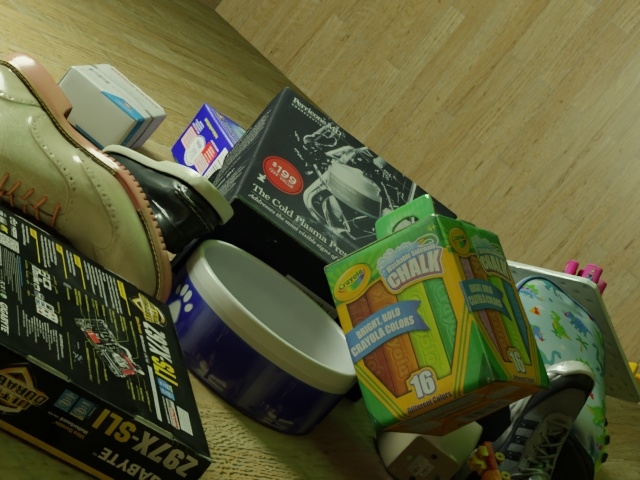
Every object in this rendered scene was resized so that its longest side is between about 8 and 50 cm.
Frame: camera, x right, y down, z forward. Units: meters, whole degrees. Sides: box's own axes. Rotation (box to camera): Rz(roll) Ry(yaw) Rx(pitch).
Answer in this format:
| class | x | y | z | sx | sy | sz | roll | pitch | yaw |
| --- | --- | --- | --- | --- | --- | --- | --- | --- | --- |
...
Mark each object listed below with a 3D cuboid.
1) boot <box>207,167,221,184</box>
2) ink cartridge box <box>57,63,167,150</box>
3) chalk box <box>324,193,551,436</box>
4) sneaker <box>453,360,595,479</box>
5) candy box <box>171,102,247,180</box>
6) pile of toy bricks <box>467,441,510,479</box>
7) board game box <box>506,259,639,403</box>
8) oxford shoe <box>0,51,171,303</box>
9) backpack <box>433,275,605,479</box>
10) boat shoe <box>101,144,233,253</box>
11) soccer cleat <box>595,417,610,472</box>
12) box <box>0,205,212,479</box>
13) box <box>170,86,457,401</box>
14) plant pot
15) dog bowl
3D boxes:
| class | x | y | z | sx | sy | sz | roll | pitch | yaw |
| --- | --- | --- | --- | --- | --- | --- | --- | --- | --- |
| boot | -0.080 | 0.007 | 2.184 | 0.207 | 0.094 | 0.246 | 26 | 24 | -35 |
| ink cartridge box | -0.348 | -0.218 | 2.250 | 0.139 | 0.082 | 0.190 | 40 | 10 | 1 |
| chalk box | 0.138 | 0.081 | 1.736 | 0.179 | 0.180 | 0.289 | 14 | 52 | -56 |
| sneaker | 0.296 | 0.297 | 1.839 | 0.101 | 0.269 | 0.153 | 26 | 22 | -31 |
| candy box | -0.087 | -0.076 | 2.425 | 0.317 | 0.122 | 0.268 | 32 | 13 | -29 |
| pile of toy bricks | 0.191 | 0.361 | 1.726 | 0.105 | 0.118 | 0.212 | 6 | 41 | -17 |
| board game box | 0.376 | 0.133 | 2.500 | 0.389 | 0.050 | 0.390 | 14 | -29 | 36 |
| oxford shoe | -0.333 | -0.057 | 1.673 | 0.146 | 0.140 | 0.397 | -23 | 63 | -42 |
| backpack | 0.305 | 0.218 | 2.091 | 0.290 | 0.273 | 0.355 | 36 | 16 | -5 |
| boat shoe | -0.241 | -0.039 | 1.811 | 0.340 | 0.113 | 0.127 | 18 | -28 | 52 |
| soccer cleat | 0.445 | 0.301 | 2.509 | 0.121 | 0.093 | 0.289 | 17 | -45 | 62 |
| box | -0.250 | 0.101 | 1.352 | 0.257 | 0.079 | 0.322 | 35 | 12 | -26 |
| box | 0.000 | 0.000 | 2.003 | 0.343 | 0.179 | 0.312 | 36 | 34 | -13 |
| plant pot | 0.142 | 0.281 | 1.838 | 0.109 | 0.109 | 0.096 | 37 | 24 | -8 |
| dog bowl | -0.078 | 0.122 | 1.737 | 0.265 | 0.104 | 0.265 | 37 | 11 | -9 |
